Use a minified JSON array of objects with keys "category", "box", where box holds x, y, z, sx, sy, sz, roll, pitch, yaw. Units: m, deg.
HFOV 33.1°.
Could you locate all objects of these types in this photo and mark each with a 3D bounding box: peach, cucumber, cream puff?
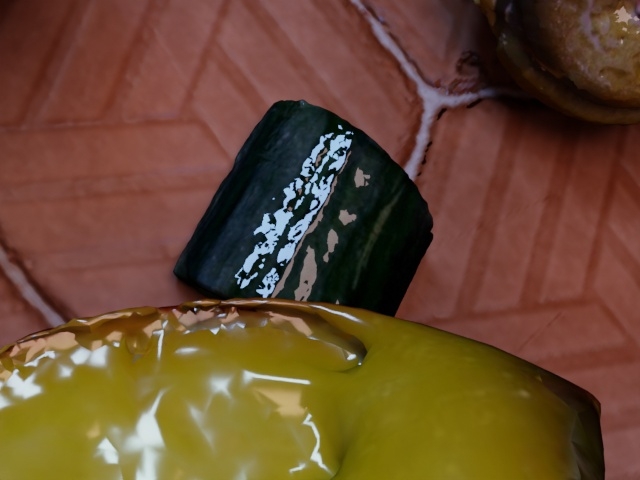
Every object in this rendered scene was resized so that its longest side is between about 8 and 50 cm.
[{"category":"peach","box":[-0.057,0.192,0.385,0.380,0.242,0.306,-16,61,-9]},{"category":"cucumber","box":[0.000,0.000,0.551,0.116,0.062,0.115,32,72,-8]},{"category":"cream puff","box":[0.165,-0.157,0.606,0.189,0.129,0.189,-2,119,-3]}]
